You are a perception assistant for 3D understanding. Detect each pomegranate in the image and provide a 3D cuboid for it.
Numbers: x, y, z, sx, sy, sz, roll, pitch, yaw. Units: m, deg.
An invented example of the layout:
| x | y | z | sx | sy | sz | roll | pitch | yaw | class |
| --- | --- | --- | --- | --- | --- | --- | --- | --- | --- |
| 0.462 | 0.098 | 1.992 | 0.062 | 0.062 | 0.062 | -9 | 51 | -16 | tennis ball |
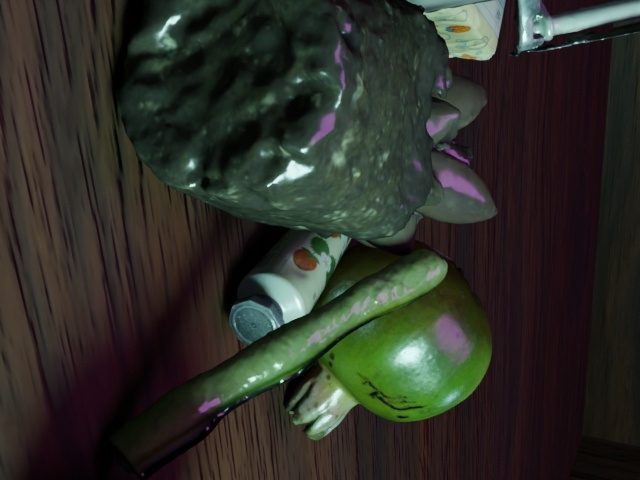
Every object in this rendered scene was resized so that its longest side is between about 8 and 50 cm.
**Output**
| x | y | z | sx | sy | sz | roll | pitch | yaw | class |
| --- | --- | --- | --- | --- | --- | --- | --- | --- | --- |
| 0.053 | 0.098 | 0.967 | 0.210 | 0.180 | 0.180 | -46 | 156 | 3 | pomegranate |

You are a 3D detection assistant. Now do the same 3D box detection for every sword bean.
| x | y | z | sx | sy | sz | roll | pitch | yaw | class |
| --- | --- | --- | --- | --- | --- | --- | --- | --- | --- |
| -0.021 | 0.077 | 0.721 | 0.269 | 0.038 | 0.043 | -30 | 155 | -18 | sword bean |

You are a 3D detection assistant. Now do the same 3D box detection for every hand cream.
| x | y | z | sx | sy | sz | roll | pitch | yaw | class |
| --- | --- | --- | --- | --- | --- | --- | --- | --- | --- |
| 0.000 | 0.000 | 0.913 | 0.095 | 0.059 | 0.276 | -58 | 176 | 38 | hand cream |

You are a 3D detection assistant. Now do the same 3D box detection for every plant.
| x | y | z | sx | sy | sz | roll | pitch | yaw | class |
| --- | --- | --- | --- | --- | --- | --- | --- | --- | --- |
| 0.014 | -0.086 | 0.736 | 0.320 | 0.194 | 0.182 | 5 | 97 | -66 | plant |

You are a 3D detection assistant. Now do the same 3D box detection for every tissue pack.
| x | y | z | sx | sy | sz | roll | pitch | yaw | class |
| --- | --- | --- | --- | --- | --- | --- | --- | --- | --- |
| 0.137 | -0.285 | 1.106 | 0.196 | 0.092 | 0.148 | 16 | 83 | -67 | tissue pack |

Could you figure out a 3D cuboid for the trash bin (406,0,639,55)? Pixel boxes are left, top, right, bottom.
| x | y | z | sx | sy | sz | roll | pitch | yaw | class |
| --- | --- | --- | --- | --- | --- | --- | --- | --- | --- |
| 0.147 | -0.270 | 0.759 | 0.367 | 0.255 | 0.296 | -172 | -112 | -81 | trash bin |
